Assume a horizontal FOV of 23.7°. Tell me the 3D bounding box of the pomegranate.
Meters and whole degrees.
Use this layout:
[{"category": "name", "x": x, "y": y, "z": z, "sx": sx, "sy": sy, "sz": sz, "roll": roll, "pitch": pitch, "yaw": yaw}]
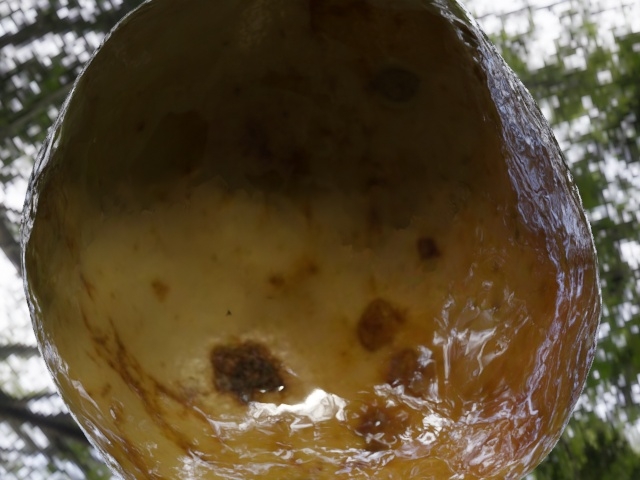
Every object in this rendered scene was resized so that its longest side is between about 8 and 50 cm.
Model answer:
[{"category": "pomegranate", "x": 0.000, "y": 0.000, "z": 0.547, "sx": 0.215, "sy": 0.215, "sz": 0.215, "roll": -12, "pitch": -134, "yaw": 13}]
